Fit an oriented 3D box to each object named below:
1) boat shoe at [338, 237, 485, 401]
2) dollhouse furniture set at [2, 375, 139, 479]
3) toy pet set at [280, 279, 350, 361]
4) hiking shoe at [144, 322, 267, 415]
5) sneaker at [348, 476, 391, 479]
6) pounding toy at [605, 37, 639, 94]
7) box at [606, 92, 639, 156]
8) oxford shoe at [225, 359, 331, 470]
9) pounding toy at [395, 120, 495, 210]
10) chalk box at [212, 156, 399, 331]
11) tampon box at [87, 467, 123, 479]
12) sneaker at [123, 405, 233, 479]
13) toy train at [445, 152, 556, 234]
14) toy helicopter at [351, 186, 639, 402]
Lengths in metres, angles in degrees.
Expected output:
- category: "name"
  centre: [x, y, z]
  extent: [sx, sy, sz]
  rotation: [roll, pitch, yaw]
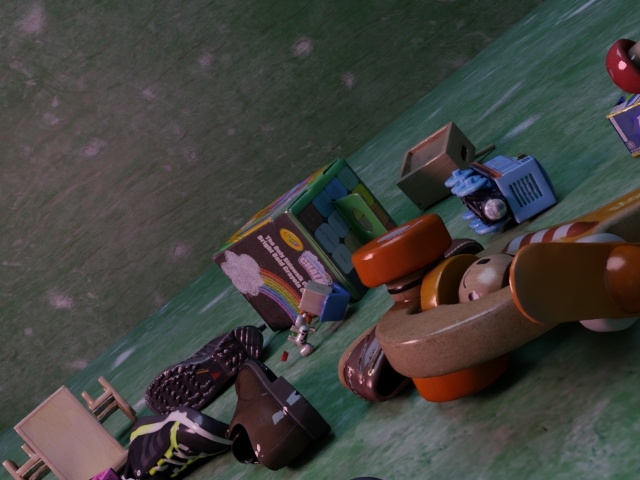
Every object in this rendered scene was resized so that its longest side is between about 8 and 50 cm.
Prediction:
- category: "boat shoe"
  centre: [0.106, 0.078, 0.656]
  extent: [0.207, 0.073, 0.073]
  rotation: [-49, 14, -16]
- category: "dollhouse furniture set"
  centre: [-0.410, 0.367, 1.144]
  extent: [0.212, 0.161, 0.242]
  rotation: [-43, -11, -24]
- category: "toy pet set"
  centre: [-0.003, 0.117, 0.965]
  extent: [0.122, 0.065, 0.114]
  rotation: [-63, -9, -73]
- category: "hiking shoe"
  centre: [-0.182, 0.215, 1.091]
  extent: [0.227, 0.086, 0.114]
  rotation: [-32, -3, 8]
- category: "sneaker"
  centre: [0.000, 0.199, 0.333]
  extent: [0.126, 0.127, 0.321]
  rotation: [-38, 8, 10]
- category: "pounding toy"
  centre: [0.325, -0.153, 0.537]
  extent: [0.237, 0.183, 0.110]
  rotation: [-27, -14, -40]
- category: "box"
  centre: [0.390, -0.149, 0.677]
  extent: [0.054, 0.059, 0.169]
  rotation: [-44, 11, -33]
- category: "oxford shoe"
  centre: [-0.072, 0.194, 0.740]
  extent: [0.096, 0.083, 0.227]
  rotation: [-45, 10, -12]
- category: "pounding toy"
  centre: [0.225, -0.136, 1.169]
  extent: [0.130, 0.100, 0.141]
  rotation: [-32, 22, 36]
- category: "chalk box"
  centre: [0.000, 0.000, 1.072]
  extent: [0.289, 0.180, 0.179]
  rotation: [-27, 15, 44]
- category: "tampon box"
  centre: [-0.271, 0.346, 0.702]
  extent: [0.161, 0.101, 0.120]
  rotation: [-35, 11, 20]
- category: "sneaker"
  centre: [-0.186, 0.279, 0.848]
  extent: [0.235, 0.084, 0.097]
  rotation: [-28, 38, 49]
- category: "toy train"
  centre: [0.228, -0.066, 0.852]
  extent: [0.105, 0.080, 0.184]
  rotation: [-28, 9, 8]
- category: "toy helicopter"
  centre: [0.205, 0.002, 0.490]
  extent: [0.355, 0.140, 0.235]
  rotation: [-27, 2, -6]
